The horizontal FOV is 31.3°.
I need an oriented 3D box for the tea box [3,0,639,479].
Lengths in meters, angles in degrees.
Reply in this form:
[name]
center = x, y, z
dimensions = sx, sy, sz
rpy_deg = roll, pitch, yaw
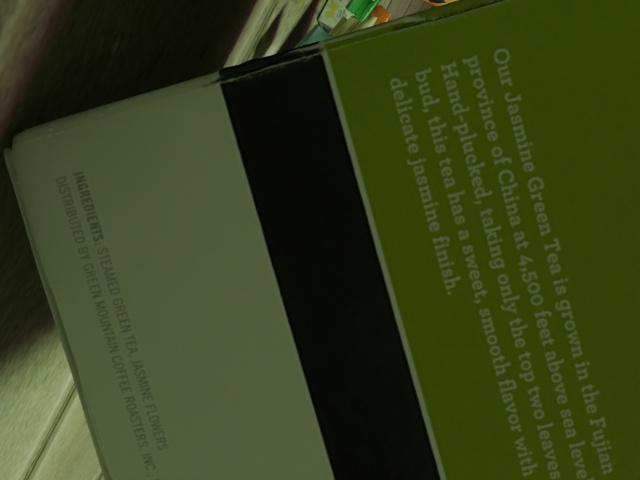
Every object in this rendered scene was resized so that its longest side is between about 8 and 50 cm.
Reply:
[tea box]
center = 0.088, 0.003, 0.528
dimensions = 0.329, 0.323, 0.220
rpy_deg = -57, 133, -80

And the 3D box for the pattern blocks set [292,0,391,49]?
[pattern blocks set]
center = -0.027, -0.097, 0.933
dimensions = 0.285, 0.026, 0.325
rpy_deg = -51, 178, -42

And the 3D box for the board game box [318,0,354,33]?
[board game box]
center = 0.048, -0.249, 1.013
dimensions = 0.154, 0.026, 0.103
rpy_deg = -61, 178, 3

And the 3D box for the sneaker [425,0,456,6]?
[sneaker]
center = 0.126, -0.311, 0.728
dimensions = 0.180, 0.124, 0.321
rpy_deg = -2, 110, -75
